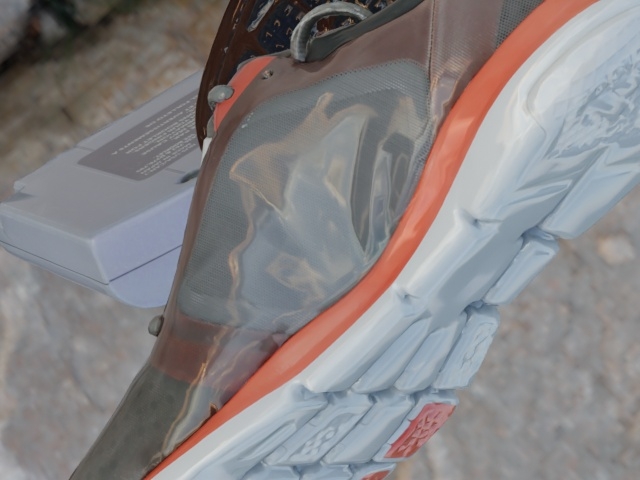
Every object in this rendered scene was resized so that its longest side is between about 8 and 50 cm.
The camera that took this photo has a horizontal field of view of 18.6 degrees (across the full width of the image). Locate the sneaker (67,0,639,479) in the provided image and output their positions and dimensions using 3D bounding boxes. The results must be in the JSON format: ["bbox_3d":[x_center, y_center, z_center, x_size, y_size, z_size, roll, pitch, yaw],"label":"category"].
[{"bbox_3d":[0.000,0.000,0.362,0.158,0.065,0.061,-47,152,12],"label":"sneaker"}]

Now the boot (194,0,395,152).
[{"bbox_3d":[0.056,-0.094,0.596,0.219,0.082,0.106,-49,158,6],"label":"boot"}]

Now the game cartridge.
[{"bbox_3d":[-0.016,-0.064,1.027,0.297,0.198,0.062,-33,115,-19],"label":"game cartridge"}]
